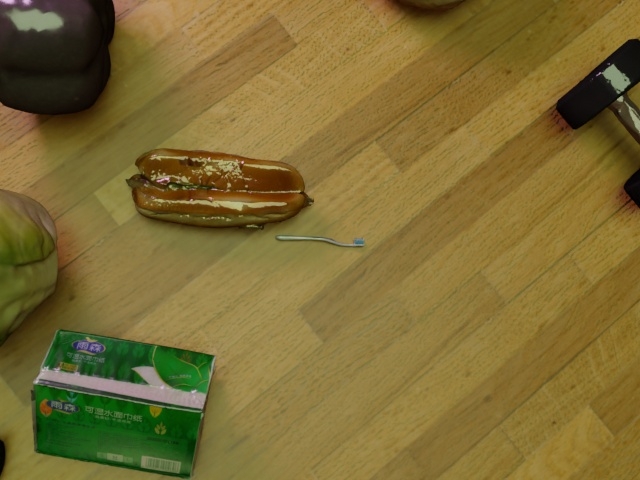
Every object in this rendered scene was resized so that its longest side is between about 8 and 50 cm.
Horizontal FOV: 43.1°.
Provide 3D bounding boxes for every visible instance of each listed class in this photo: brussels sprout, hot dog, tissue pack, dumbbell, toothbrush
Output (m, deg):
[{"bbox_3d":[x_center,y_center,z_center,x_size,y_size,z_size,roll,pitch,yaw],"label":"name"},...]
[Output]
[{"bbox_3d":[-0.471,0.047,0.996,0.294,0.259,0.227,-13,98,-31],"label":"brussels sprout"},{"bbox_3d":[-0.141,-0.070,1.144,0.270,0.072,0.109,6,83,-4],"label":"hot dog"},{"bbox_3d":[-0.249,0.195,1.061,0.209,0.148,0.156,11,40,-4],"label":"tissue pack"},{"bbox_3d":[0.469,-0.168,1.187,0.152,0.152,0.218,-39,87,-10],"label":"dumbbell"},{"bbox_3d":[0.000,0.000,1.179,0.131,0.011,0.013,3,94,-6],"label":"toothbrush"}]

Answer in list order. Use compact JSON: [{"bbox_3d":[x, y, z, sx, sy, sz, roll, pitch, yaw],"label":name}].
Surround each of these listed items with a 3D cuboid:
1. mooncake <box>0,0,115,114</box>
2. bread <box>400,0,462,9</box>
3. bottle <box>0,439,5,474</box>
[{"bbox_3d":[-0.349,-0.287,1.075,0.133,0.245,0.245,5,81,-9],"label":"mooncake"},{"bbox_3d":[0.161,-0.452,1.206,0.244,0.134,0.244,0,83,-4],"label":"bread"},{"bbox_3d":[-0.536,0.264,1.049,0.244,0.072,0.082,14,117,-4],"label":"bottle"}]
